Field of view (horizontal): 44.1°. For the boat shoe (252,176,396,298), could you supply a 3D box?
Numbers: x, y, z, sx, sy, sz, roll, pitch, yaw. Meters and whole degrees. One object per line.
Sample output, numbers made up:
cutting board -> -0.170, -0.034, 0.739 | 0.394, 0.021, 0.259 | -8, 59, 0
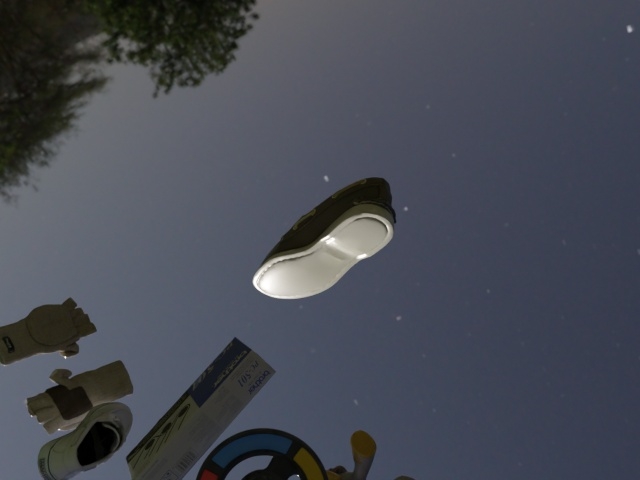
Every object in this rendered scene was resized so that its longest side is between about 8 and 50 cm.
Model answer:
boat shoe -> 0.004, 0.002, 1.259 | 0.305, 0.109, 0.091 | -33, -144, 41

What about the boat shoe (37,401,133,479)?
boat shoe -> -0.383, 0.349, 1.380 | 0.084, 0.095, 0.258 | -16, -172, 17

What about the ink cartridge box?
ink cartridge box -> -0.150, 0.218, 0.979 | 0.207, 0.046, 0.097 | -48, -164, -10

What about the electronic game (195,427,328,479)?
electronic game -> -0.097, 0.428, 1.316 | 0.229, 0.229, 0.048 | -31, -179, -5

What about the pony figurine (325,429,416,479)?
pony figurine -> 0.103, 0.538, 1.536 | 0.303, 0.351, 0.363 | -41, 173, -25

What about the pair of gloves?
pair of gloves -> -0.490, 0.237, 1.501 | 0.204, 0.240, 0.042 | -30, 176, -45
